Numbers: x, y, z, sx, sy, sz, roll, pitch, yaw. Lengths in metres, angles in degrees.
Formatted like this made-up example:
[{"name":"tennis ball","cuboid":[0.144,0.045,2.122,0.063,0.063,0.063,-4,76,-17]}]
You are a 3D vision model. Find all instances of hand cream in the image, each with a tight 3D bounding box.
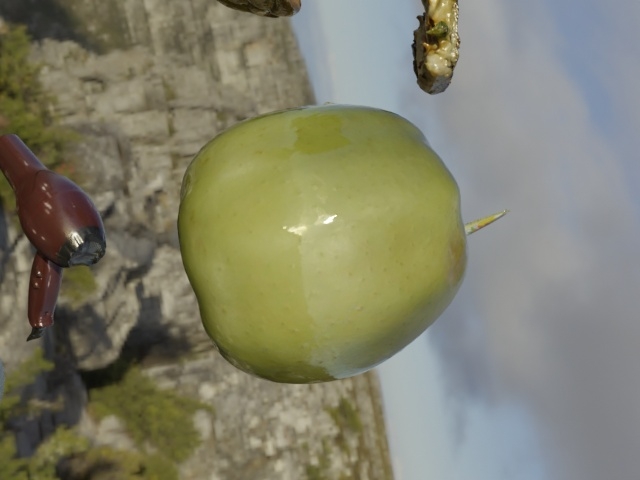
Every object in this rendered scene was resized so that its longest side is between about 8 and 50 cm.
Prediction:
[{"name":"hand cream","cuboid":[0.299,-0.034,1.936,0.035,0.102,0.022,5,63,-64]}]

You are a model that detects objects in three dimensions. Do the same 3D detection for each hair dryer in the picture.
[{"name":"hair dryer","cuboid":[-0.504,0.021,1.864,0.312,0.123,0.341,42,-53,33]}]

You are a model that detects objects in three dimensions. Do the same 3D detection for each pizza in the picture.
[{"name":"pizza","cuboid":[0.229,-0.439,2.124,0.435,0.080,0.392,86,5,-52]}]

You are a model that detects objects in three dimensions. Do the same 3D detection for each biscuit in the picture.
[{"name":"biscuit","cuboid":[-0.141,-0.406,1.637,0.260,0.203,0.041,28,85,-58]}]

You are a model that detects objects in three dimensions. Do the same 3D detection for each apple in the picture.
[{"name":"apple","cuboid":[0.000,0.000,1.282,0.357,0.357,0.358,-10,90,-88]}]

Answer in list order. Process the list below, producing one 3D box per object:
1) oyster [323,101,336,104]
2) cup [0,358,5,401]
[{"name":"oyster","cuboid":[0.015,-0.156,1.612,0.100,0.098,0.037,29,11,-41]},{"name":"cup","cuboid":[-0.625,0.256,1.544,0.311,0.256,0.331,-97,170,-58]}]
